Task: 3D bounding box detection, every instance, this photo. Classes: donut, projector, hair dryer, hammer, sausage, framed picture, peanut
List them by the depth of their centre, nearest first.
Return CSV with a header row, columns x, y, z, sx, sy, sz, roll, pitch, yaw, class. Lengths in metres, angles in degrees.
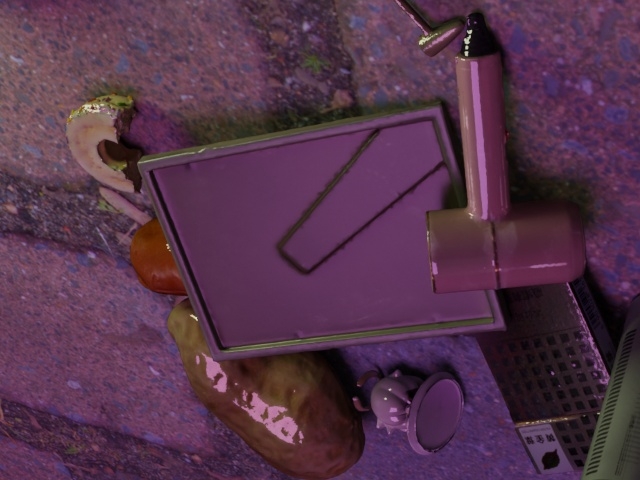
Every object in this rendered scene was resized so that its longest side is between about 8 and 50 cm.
x,y,z,sx,sy,sz,roll,pitch,yaw,class
0.081,-0.293,1.492,0.195,0.028,0.060,43,135,-13,hammer
0.210,-0.101,1.543,0.189,0.107,0.344,-5,116,6,hair dryer
0.391,0.216,1.594,0.108,0.337,0.108,16,142,13,projector
0.000,0.000,1.745,0.446,0.028,0.326,-8,115,24,framed picture
-0.305,-0.146,1.875,0.108,0.065,0.166,16,140,19,donut
-0.174,0.023,1.926,0.258,0.133,0.133,2,134,33,sausage
-0.081,0.227,2.055,0.387,0.169,0.192,43,135,-14,peanut

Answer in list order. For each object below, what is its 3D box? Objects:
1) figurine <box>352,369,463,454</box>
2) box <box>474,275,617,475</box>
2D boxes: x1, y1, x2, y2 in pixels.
x,y,z,sx,sy,sz,roll,pitch,yaw,class
0.122,0.245,1.997,0.154,0.132,0.132,15,141,41,figurine
0.307,0.158,1.744,0.180,0.047,0.325,-16,104,42,box
